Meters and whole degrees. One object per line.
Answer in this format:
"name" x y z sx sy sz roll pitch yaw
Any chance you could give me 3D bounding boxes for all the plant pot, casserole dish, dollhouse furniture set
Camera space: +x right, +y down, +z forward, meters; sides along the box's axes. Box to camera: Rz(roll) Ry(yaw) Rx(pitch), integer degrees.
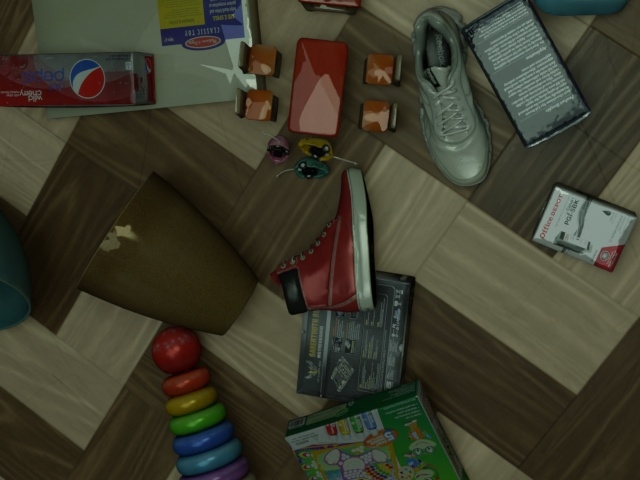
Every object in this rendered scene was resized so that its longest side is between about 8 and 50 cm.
"plant pot" -0.245 0.050 1.554 0.254 0.237 0.237 34 107 -7
"casserole dish" 0.385 -0.391 1.335 0.188 0.037 0.114 -6 78 -20
"plant pot" -0.667 0.024 1.647 0.290 0.290 0.195 -12 61 17
"dollhouse furniture set" 0.002 -0.295 1.432 0.262 0.135 0.259 6 93 2

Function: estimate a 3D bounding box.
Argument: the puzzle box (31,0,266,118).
"puzzle box" -0.302 -0.362 1.575 0.409 0.052 0.272 -2 98 15

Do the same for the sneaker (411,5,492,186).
"sneaker" 0.198 -0.224 1.429 0.110 0.118 0.292 -13 97 15

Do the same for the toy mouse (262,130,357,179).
"toy mouse" -0.039 -0.142 1.522 0.161 0.143 0.031 21 62 -20

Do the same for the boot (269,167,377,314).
"boot" 0.000 0.000 1.503 0.176 0.088 0.244 -4 76 13

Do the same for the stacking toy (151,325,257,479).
"stacking toy" -0.226 0.315 1.632 0.141 0.141 0.330 -18 90 17

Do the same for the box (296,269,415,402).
"box" 0.060 0.165 1.563 0.183 0.056 0.231 7 101 15

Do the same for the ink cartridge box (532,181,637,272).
"ink cartridge box" 0.415 -0.022 1.434 0.135 0.056 0.099 22 105 10

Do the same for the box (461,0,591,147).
"box" 0.314 -0.255 1.373 0.108 0.153 0.207 -29 92 18

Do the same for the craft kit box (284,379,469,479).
"craft kit box" 0.103 0.383 1.556 0.250 0.061 0.246 -22 113 18

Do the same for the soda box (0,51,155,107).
"soda box" -0.419 -0.274 1.551 0.263 0.083 0.092 2 99 16
